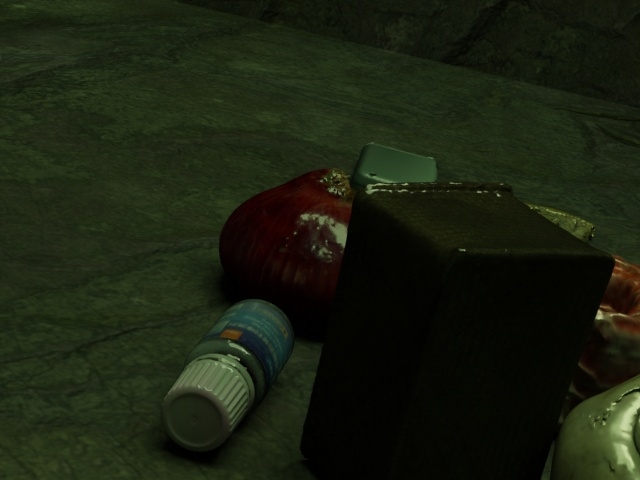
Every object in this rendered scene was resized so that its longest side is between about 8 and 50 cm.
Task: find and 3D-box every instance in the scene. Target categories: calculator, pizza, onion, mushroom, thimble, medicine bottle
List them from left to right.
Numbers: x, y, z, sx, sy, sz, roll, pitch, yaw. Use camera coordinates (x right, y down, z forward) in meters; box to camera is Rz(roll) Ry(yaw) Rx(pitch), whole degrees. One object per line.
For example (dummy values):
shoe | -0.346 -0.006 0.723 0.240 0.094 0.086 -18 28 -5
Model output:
medicine bottle | -0.087 0.125 1.067 0.083 0.083 0.203 17 22 9
onion | -0.003 0.011 1.346 0.248 0.161 0.248 -6 28 3
calculator | 0.126 -0.108 1.886 0.141 0.045 0.246 14 20 2
pizza | 0.342 -0.017 1.799 0.181 0.034 0.262 18 21 11
thimble | 0.273 0.100 1.248 0.239 0.162 0.239 12 19 -4
mushroom | 0.313 0.188 0.928 0.246 0.202 0.246 -4 37 3

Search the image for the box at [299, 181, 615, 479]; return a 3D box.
box | 0.113 0.100 0.981 0.184 0.273 0.143 -1 24 -33
